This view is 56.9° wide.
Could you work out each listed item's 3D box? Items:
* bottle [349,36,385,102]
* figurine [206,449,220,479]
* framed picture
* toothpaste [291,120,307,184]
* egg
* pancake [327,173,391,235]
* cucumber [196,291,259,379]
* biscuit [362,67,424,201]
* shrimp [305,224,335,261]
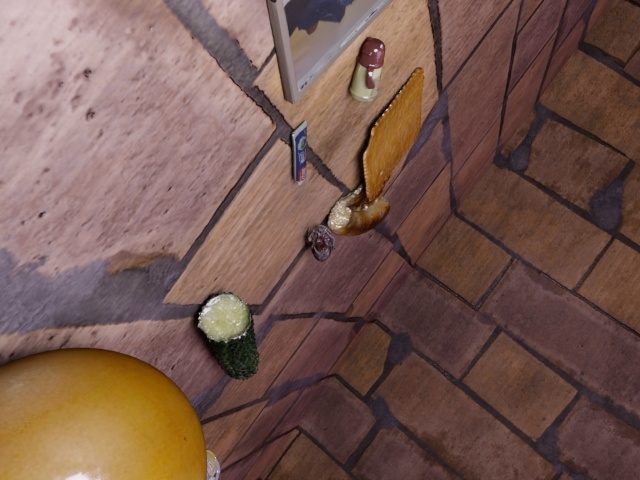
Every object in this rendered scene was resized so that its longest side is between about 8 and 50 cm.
[{"bbox_3d":[0.077,-0.267,0.923,0.047,0.063,0.101,-13,143,-22],"label":"bottle"},{"bbox_3d":[-0.337,0.603,1.461,0.208,0.128,0.184,-53,169,31],"label":"figurine"},{"bbox_3d":[0.034,-0.320,0.751,0.265,0.018,0.192,-49,162,-14],"label":"framed picture"},{"bbox_3d":[-0.034,-0.133,0.946,0.037,0.021,0.140,-50,162,-27],"label":"toothpaste"},{"bbox_3d":[-0.275,0.258,0.613,0.282,0.283,0.351,-59,164,19],"label":"egg"},{"bbox_3d":[0.124,-0.112,1.359,0.244,0.057,0.266,-58,162,11],"label":"pancake"},{"bbox_3d":[-0.167,0.201,1.150,0.096,0.096,0.359,-47,165,-19],"label":"cucumber"},{"bbox_3d":[0.154,-0.217,1.238,0.232,0.013,0.237,-54,158,-18],"label":"biscuit"},{"bbox_3d":[0.000,0.000,1.231,0.057,0.065,0.165,-12,155,-9],"label":"shrimp"}]
